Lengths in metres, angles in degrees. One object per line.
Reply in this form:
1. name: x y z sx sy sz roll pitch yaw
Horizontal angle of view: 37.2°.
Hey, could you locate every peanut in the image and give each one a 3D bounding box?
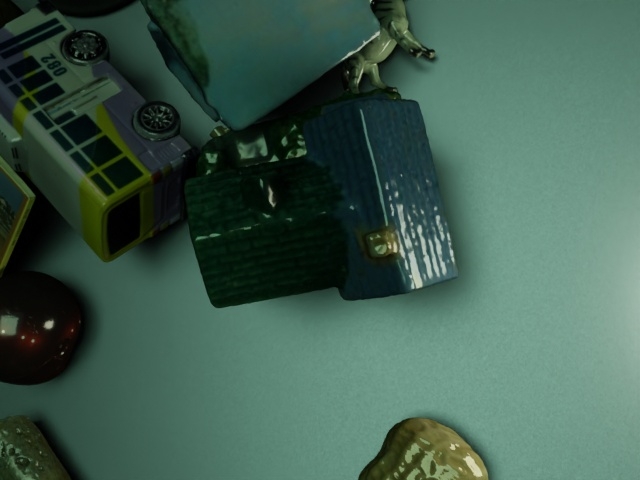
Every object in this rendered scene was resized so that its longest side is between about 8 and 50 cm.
1. peanut: 0.159 0.413 1.562 0.197 0.110 0.233 40 92 16

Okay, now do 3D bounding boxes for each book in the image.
1. book: -0.679 -0.036 1.797 0.262 0.028 0.374 46 124 16

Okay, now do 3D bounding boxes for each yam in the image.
1. yam: -0.544 0.409 1.753 0.107 0.107 0.194 -40 75 7

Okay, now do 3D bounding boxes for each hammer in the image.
1. hammer: -0.118 -0.245 1.762 0.060 0.028 0.195 45 94 10

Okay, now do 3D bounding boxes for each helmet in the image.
1. helmet: -0.549 0.157 1.757 0.189 0.193 0.216 35 64 18

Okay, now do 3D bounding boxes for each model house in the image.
1. model house: -0.008 -0.063 1.488 0.382 0.342 0.334 -13 91 0
2. model house: -0.120 -0.411 1.628 0.360 0.339 0.297 -37 111 -6

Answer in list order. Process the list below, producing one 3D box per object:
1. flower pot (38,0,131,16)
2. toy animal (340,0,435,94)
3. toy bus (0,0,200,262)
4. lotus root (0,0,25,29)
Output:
1. flower pot: -0.471 -0.639 1.791 0.379 0.251 0.379 -2 82 13
2. toy animal: 0.105 -0.360 1.693 0.217 0.073 0.176 -44 69 11
3. toy bus: -0.437 -0.196 1.698 0.249 0.209 0.440 -36 71 -27
4. lotus root: -0.700 -0.390 1.779 0.250 0.346 0.250 -5 74 17
